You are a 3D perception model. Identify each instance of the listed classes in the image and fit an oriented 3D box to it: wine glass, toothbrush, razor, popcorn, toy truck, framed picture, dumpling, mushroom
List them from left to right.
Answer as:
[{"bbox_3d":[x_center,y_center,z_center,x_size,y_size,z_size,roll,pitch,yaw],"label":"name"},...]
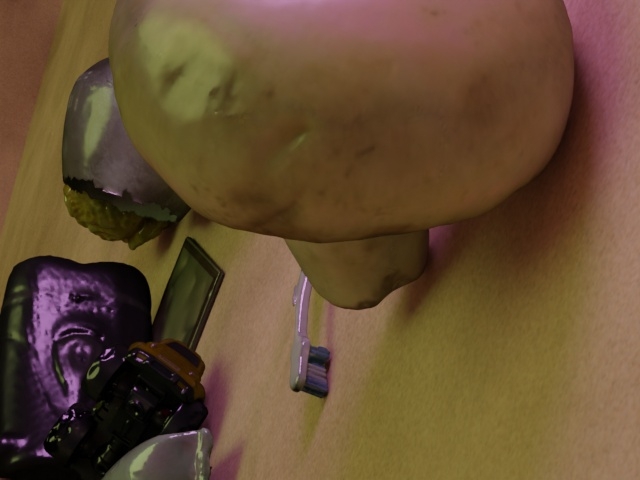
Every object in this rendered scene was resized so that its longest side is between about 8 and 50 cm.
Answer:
[{"bbox_3d":[-0.323,0.174,1.997,0.113,0.204,0.349,116,158,-48],"label":"razor"},{"bbox_3d":[-0.283,-0.091,2.252,0.195,0.168,0.173,-63,-21,-13],"label":"popcorn"},{"bbox_3d":[-0.205,0.199,1.787,0.224,0.147,0.165,-59,-7,34],"label":"toy truck"},{"bbox_3d":[-0.216,-0.195,2.072,0.238,0.238,0.323,-4,69,70],"label":"wine glass"},{"bbox_3d":[-0.163,0.287,1.642,0.216,0.149,0.105,-47,-10,37],"label":"dumpling"},{"bbox_3d":[-0.182,0.095,2.005,0.173,0.010,0.231,-68,19,6],"label":"framed picture"},{"bbox_3d":[-0.004,-0.002,1.551,0.040,0.040,0.386,-53,25,42],"label":"toothbrush"},{"bbox_3d":[0.017,-0.138,1.200,0.353,0.353,0.325,-40,62,56],"label":"mushroom"}]

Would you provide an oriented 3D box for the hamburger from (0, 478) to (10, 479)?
[{"bbox_3d":[-0.544,0.369,2.375,0.287,0.268,0.445,124,156,-47],"label":"hamburger"}]
